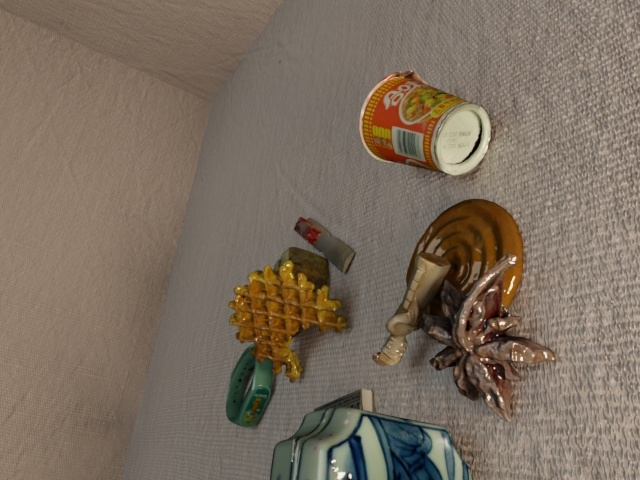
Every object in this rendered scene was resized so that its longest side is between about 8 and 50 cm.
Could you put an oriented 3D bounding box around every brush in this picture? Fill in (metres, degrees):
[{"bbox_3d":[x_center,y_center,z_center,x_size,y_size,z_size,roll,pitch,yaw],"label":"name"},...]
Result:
[{"bbox_3d":[0.000,0.000,1.367,0.060,0.050,0.321,-63,28,7],"label":"brush"}]

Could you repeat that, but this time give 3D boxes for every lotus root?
[{"bbox_3d":[-0.074,0.142,1.327,0.235,0.119,0.138,-61,23,15],"label":"lotus root"}]

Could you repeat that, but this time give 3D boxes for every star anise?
[{"bbox_3d":[0.229,0.136,0.754,0.209,0.089,0.231,-4,95,46],"label":"star anise"}]

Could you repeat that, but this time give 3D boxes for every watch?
[{"bbox_3d":[-0.196,0.404,1.451,0.237,0.068,0.195,-67,24,16],"label":"watch"}]

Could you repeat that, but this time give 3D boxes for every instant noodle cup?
[{"bbox_3d":[0.206,-0.217,0.991,0.212,0.193,0.193,39,108,55],"label":"instant noodle cup"}]

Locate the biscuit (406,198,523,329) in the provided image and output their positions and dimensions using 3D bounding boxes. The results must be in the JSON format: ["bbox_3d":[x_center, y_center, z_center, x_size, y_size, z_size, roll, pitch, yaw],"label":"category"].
[{"bbox_3d":[0.235,0.047,0.893,0.262,0.037,0.262,-42,39,45],"label":"biscuit"}]

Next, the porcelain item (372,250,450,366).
[{"bbox_3d":[0.152,0.125,0.885,0.054,0.084,0.213,32,108,34],"label":"porcelain item"}]

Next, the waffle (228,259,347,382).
[{"bbox_3d":[-0.090,0.180,1.222,0.293,0.260,0.069,-49,-1,31],"label":"waffle"}]

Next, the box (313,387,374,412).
[{"bbox_3d":[0.044,0.375,1.034,0.177,0.036,0.115,-41,39,45],"label":"box"}]

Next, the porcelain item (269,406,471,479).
[{"bbox_3d":[0.071,0.382,0.698,0.157,0.285,0.281,-28,47,51],"label":"porcelain item"}]
